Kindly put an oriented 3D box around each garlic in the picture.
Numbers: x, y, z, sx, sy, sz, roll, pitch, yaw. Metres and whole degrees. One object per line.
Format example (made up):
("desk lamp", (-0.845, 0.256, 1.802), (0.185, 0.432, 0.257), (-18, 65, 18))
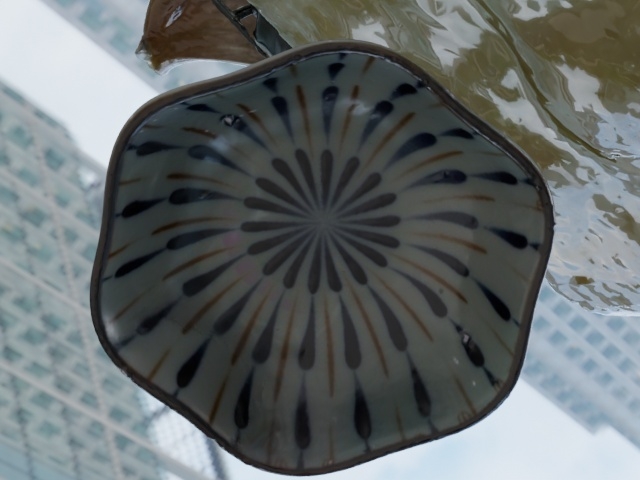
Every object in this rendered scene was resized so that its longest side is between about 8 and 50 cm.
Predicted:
("garlic", (-0.040, -0.171, 1.359), (0.090, 0.198, 0.128), (-71, 173, -68))

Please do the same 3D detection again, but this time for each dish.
("dish", (0.000, 0.000, 0.705), (0.190, 0.191, 0.066), (-36, -161, 15))

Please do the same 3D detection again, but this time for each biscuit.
("biscuit", (0.109, -0.128, 0.875), (0.104, 0.429, 0.446), (-45, -168, -23))

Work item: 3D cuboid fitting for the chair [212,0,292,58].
("chair", (0.005, -0.196, 1.189), (0.221, 0.145, 0.140), (61, -36, 35))
